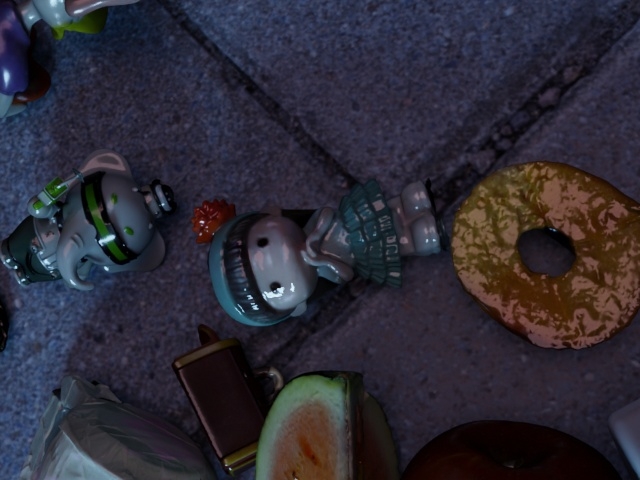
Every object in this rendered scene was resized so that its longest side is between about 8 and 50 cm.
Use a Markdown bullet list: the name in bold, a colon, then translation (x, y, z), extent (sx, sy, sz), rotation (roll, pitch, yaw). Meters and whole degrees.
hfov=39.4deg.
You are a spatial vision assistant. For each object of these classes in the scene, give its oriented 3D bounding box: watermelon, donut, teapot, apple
- **watermelon**: translation (0.032, 0.259, 0.831), extent (0.159, 0.128, 0.304), rotation (-4, 91, 56)
- **donut**: translation (0.219, 0.017, 0.858), extent (0.190, 0.074, 0.174), rotation (19, 84, 15)
- **teapot**: translation (-0.229, 0.250, 0.873), extent (0.221, 0.163, 0.178), rotation (31, 94, 16)
- **apple**: translation (0.159, 0.263, 0.753), extent (0.218, 0.218, 0.201), rotation (9, 106, 15)

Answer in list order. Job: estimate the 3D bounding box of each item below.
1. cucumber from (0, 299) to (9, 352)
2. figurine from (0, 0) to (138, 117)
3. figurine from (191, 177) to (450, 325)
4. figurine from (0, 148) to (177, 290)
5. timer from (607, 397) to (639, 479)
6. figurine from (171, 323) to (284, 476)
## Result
- **cucumber**: translation (-0.397, 0.053, 1.009), extent (0.053, 0.053, 0.182), rotation (-29, 76, 6)
- **figurine**: translation (-0.381, -0.236, 0.989), extent (0.420, 0.193, 0.154), rotation (-18, 72, 4)
- **figurine**: translation (0.000, 0.000, 0.901), extent (0.245, 0.110, 0.138), rotation (-16, 74, 5)
- **figurine**: translation (-0.245, -0.013, 0.955), extent (0.192, 0.126, 0.147), rotation (-25, 110, 1)
- **timer**: translation (0.369, 0.204, 0.696), extent (0.195, 0.192, 0.194), rotation (-30, 43, 5)
- **figurine**: translation (-0.087, 0.150, 0.908), extent (0.098, 0.082, 0.154), rotation (-25, 73, -7)
